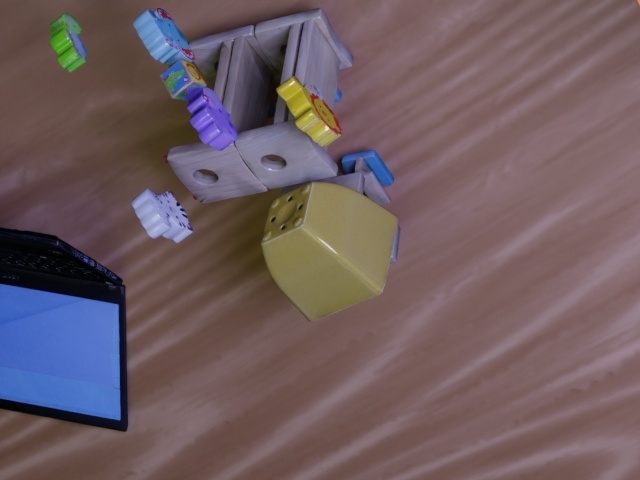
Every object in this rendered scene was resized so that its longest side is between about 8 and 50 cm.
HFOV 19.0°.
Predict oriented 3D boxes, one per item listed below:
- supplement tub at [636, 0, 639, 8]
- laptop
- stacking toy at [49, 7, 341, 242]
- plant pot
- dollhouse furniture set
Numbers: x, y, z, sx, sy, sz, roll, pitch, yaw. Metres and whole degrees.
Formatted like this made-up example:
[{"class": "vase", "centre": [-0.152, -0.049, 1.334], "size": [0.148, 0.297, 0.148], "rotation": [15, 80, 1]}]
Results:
[{"class": "supplement tub", "centre": [0.305, -0.239, 1.251], "size": [0.207, 0.338, 0.207], "rotation": [8, 117, 16]}, {"class": "laptop", "centre": [-0.310, 0.071, 1.736], "size": [0.234, 0.264, 0.136], "rotation": [8, 79, 15]}, {"class": "stacking toy", "centre": [-0.102, -0.128, 1.486], "size": [0.167, 0.052, 0.221], "rotation": [-35, 73, 19]}, {"class": "plant pot", "centre": [0.000, 0.000, 1.516], "size": [0.081, 0.081, 0.083], "rotation": [-24, 128, 37]}, {"class": "dollhouse furniture set", "centre": [-0.025, -0.074, 1.596], "size": [0.129, 0.129, 0.183], "rotation": [-10, 141, 24]}]
